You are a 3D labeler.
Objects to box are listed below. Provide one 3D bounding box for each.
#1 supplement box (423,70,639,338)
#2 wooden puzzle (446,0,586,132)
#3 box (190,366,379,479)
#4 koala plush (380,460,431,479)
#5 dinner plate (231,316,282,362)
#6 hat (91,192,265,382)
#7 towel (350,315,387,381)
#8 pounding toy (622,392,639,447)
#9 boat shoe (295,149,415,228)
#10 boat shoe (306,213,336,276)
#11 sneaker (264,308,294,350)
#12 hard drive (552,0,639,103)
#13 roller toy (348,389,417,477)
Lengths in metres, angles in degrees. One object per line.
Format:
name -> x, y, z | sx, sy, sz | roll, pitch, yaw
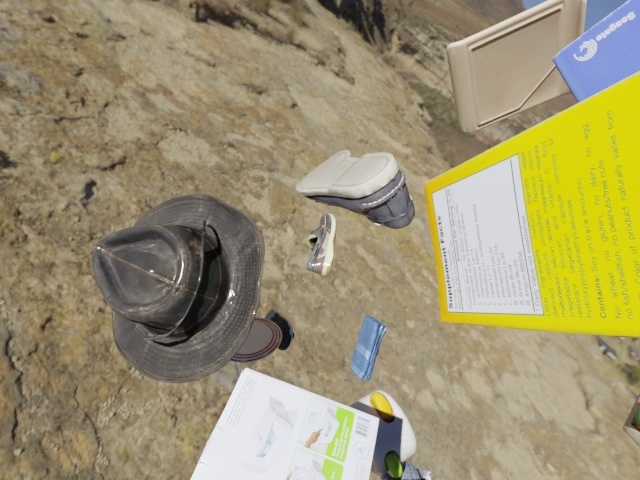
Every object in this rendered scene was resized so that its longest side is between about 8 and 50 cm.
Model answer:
supplement box -> 0.288, -0.015, 0.433 | 0.195, 0.356, 0.194 | -3, 83, -17
wooden puzzle -> 0.380, -0.339, 0.835 | 0.221, 0.239, 0.044 | 56, 21, -49
box -> -0.060, 0.351, 0.597 | 0.231, 0.126, 0.262 | 19, 41, 3
koala plush -> 0.236, 0.691, 1.152 | 0.196, 0.203, 0.221 | 15, 15, -3
dinner plate -> -0.152, 0.210, 0.904 | 0.141, 0.141, 0.017 | 18, 27, -28
hat -> -0.252, 0.051, 0.638 | 0.331, 0.331, 0.134 | 55, 11, 29
towel -> 0.095, 0.215, 0.851 | 0.029, 0.119, 0.067 | 14, 4, -19
pounding toy -> 0.393, 0.138, 0.385 | 0.094, 0.206, 0.181 | 22, 7, 14
boat shoe -> 0.031, -0.051, 0.453 | 0.065, 0.075, 0.206 | 52, -8, -20
boat shoe -> 0.000, 0.000, 0.777 | 0.049, 0.056, 0.152 | 12, 38, -8
sneaker -> -0.116, 0.297, 1.401 | 0.097, 0.084, 0.235 | 38, 2, -23
hard drive -> 0.431, -0.143, 0.459 | 0.040, 0.210, 0.318 | -6, 69, -41
roller toy -> 0.165, 0.518, 1.164 | 0.146, 0.191, 0.209 | -24, 81, -18
